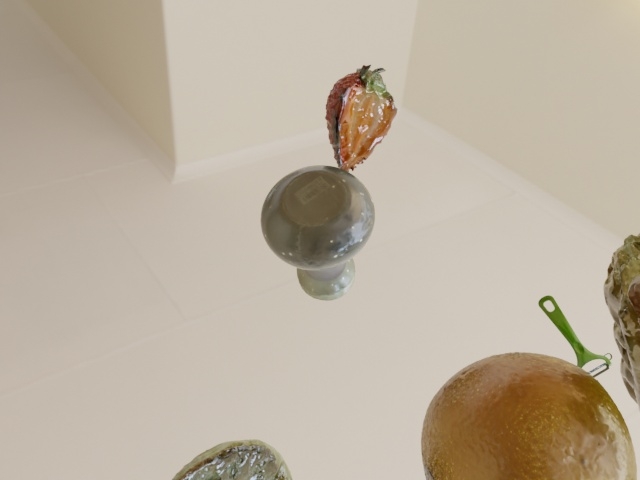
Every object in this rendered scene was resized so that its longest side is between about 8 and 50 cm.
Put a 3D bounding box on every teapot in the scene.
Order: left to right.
[{"bbox_3d":[0.000,0.000,1.085,0.183,0.251,0.183,-2,-121,3],"label":"teapot"}]

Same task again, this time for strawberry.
[{"bbox_3d":[0.065,-0.233,1.187,0.140,0.192,0.085,-27,-137,-12],"label":"strawberry"}]

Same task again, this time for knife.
[{"bbox_3d":[0.454,0.171,1.166,0.078,0.022,0.166,-32,-99,4],"label":"knife"}]

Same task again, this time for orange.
[{"bbox_3d":[0.215,0.229,0.690,0.236,0.236,0.236,3,-142,-2],"label":"orange"}]

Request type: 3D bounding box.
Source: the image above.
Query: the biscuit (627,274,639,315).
[{"bbox_3d":[0.400,0.084,0.508,0.301,0.278,0.043,28,-128,34],"label":"biscuit"}]

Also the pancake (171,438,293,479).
[{"bbox_3d":[-0.126,0.378,0.857,0.037,0.253,0.253,10,-148,43],"label":"pancake"}]

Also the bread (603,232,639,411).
[{"bbox_3d":[0.402,0.116,0.721,0.130,0.268,0.152,-23,-144,8],"label":"bread"}]
